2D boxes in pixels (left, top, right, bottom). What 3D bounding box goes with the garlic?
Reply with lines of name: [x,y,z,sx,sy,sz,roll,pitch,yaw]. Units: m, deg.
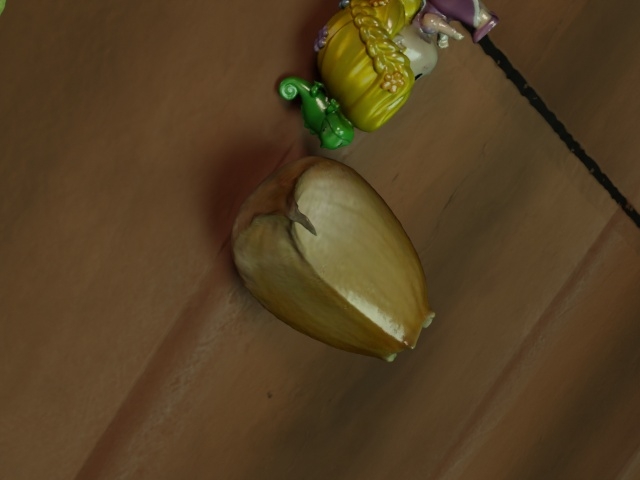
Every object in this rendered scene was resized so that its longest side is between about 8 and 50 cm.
garlic: [-0.007,0.006,0.837,0.115,0.128,0.207,-19,142,24]

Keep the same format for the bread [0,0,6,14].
bread: [-0.234,-0.168,0.522,0.229,0.033,0.228,-26,132,-32]

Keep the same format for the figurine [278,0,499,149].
figurine: [0.033,-0.146,0.794,0.156,0.115,0.095,-42,179,15]
